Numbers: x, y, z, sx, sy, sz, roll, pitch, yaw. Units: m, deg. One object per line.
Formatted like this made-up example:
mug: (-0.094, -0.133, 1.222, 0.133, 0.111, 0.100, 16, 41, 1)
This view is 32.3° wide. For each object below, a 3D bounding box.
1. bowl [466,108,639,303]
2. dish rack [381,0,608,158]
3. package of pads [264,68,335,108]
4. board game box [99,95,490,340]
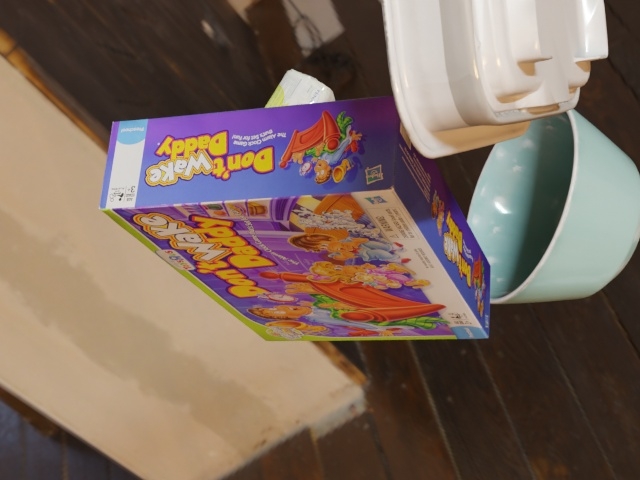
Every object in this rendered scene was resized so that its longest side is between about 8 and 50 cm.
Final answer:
bowl: (0.352, -0.039, 1.604, 0.311, 0.163, 0.311, -164, 90, -74)
dish rack: (0.104, -0.222, 0.632, 0.072, 0.285, 0.333, -3, 97, 24)
package of pads: (-0.050, -0.162, 2.061, 0.101, 0.296, 0.229, 27, 79, 14)
board game box: (0.000, 0.000, 0.955, 0.233, 0.347, 0.078, -3, 67, 20)
